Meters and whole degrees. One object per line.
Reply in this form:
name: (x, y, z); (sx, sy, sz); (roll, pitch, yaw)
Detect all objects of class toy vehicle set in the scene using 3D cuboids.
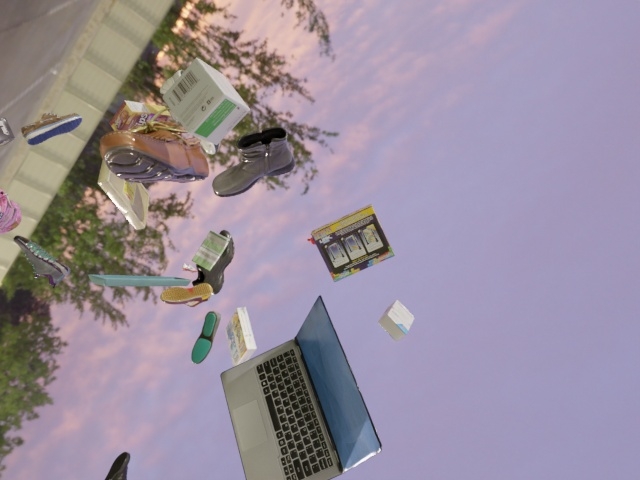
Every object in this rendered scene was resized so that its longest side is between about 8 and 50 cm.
toy vehicle set: (-0.700, -0.184, 1.572); (0.035, 0.267, 0.166); (-10, -125, 3)

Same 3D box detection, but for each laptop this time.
laptop: (-0.084, 0.422, 1.117); (0.407, 0.236, 0.382); (-26, -120, 4)

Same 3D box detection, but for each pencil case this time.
pencil case: (-1.248, -0.111, 1.647); (0.386, 0.167, 0.160); (-7, -106, 62)

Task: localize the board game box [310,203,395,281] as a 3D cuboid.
board game box: (0.081, 0.007, 1.102); (0.170, 0.141, 0.048); (-24, -173, 10)

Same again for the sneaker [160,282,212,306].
sneaker: (-0.480, 0.209, 1.559); (0.070, 0.185, 0.084); (59, -43, 34)

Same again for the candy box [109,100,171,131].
candy box: (-0.633, -0.428, 1.542); (0.109, 0.053, 0.186); (-41, 171, 25)

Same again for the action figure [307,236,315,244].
action figure: (0.000, 0.000, 1.706); (0.115, 0.038, 0.030); (2, -136, 24)

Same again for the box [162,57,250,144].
box: (-0.209, -0.253, 0.805); (0.101, 0.087, 0.102); (-42, -105, 15)

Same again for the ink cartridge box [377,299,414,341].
ink cartridge box: (0.253, 0.264, 1.451); (0.052, 0.088, 0.122); (-46, 174, 30)

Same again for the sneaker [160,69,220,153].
sneaker: (-0.449, -0.432, 1.522); (0.118, 0.292, 0.110); (-22, -167, 14)

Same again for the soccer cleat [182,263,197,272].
soccer cleat: (-0.596, 0.127, 2.003); (0.029, 0.083, 0.036); (-12, -113, 44)

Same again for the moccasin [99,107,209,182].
moccasin: (-0.352, -0.207, 0.971); (0.139, 0.147, 0.380); (-7, -174, 13)

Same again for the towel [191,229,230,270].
towel: (-0.449, 0.038, 1.778); (0.113, 0.023, 0.152); (23, -106, 29)

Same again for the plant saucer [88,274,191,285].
plant saucer: (-0.361, 0.082, 0.887); (0.067, 0.192, 0.018); (4, -92, 38)

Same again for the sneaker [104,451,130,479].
sneaker: (-0.645, 0.774, 1.405); (0.051, 0.089, 0.170); (9, -119, 40)

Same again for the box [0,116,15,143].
box: (-0.886, -0.230, 1.053); (0.230, 0.056, 0.183); (-7, -162, 36)

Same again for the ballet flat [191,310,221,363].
ballet flat: (-0.440, 0.380, 1.709); (0.072, 0.068, 0.213); (18, -95, 14)

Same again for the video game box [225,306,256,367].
video game box: (-0.332, 0.406, 1.800); (0.205, 0.048, 0.187); (-57, -133, 45)

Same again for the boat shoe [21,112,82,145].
boat shoe: (-0.872, -0.379, 1.414); (0.183, 0.066, 0.066); (-35, 178, -29)

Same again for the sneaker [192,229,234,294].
sneaker: (-0.458, 0.089, 1.861); (0.109, 0.130, 0.287); (13, -93, 49)

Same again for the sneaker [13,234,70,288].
sneaker: (-1.049, 0.079, 1.608); (0.098, 0.223, 0.083); (-52, -168, -12)

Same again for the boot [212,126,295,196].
boot: (-0.264, -0.290, 1.559); (0.338, 0.223, 0.118); (-26, -110, -1)
